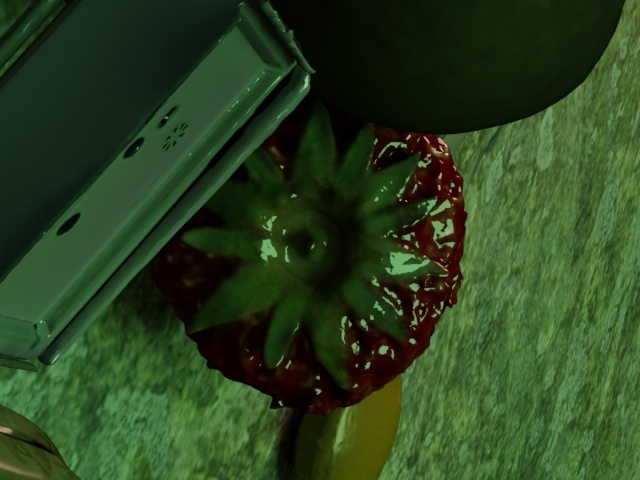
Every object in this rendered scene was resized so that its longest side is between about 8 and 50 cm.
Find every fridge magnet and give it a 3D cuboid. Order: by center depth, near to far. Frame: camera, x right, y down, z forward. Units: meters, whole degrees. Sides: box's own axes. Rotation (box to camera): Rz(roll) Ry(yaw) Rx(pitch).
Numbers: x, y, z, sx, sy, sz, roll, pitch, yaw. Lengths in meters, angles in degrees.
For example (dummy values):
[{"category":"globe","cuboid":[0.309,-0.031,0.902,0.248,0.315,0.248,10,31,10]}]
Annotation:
[{"category":"fridge magnet","cuboid":[0.024,0.154,1.330,0.143,0.063,0.143,-46,145,-45]}]

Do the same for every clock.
[{"category":"clock","cuboid":[-0.097,-0.039,0.710,0.193,0.073,0.144,-48,169,0]}]

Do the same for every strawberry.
[{"category":"strawberry","cuboid":[0.000,0.000,1.066,0.244,0.205,0.205,4,103,-87]}]

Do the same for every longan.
[{"category":"longan","cuboid":[0.050,-0.166,0.910,0.246,0.246,0.215,74,25,-49]}]

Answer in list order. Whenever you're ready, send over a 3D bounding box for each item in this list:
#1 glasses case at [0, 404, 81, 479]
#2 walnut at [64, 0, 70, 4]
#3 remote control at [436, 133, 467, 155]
[{"category":"glasses case","cuboid":[-0.252,0.077,0.522,0.425,0.098,0.156,29,103,-44]},{"category":"walnut","cuboid":[-0.103,-0.179,0.817,0.167,0.087,0.211,-92,-176,-45]},{"category":"remote control","cuboid":[0.045,-0.026,1.249,0.022,0.077,0.245,50,55,-23]}]
